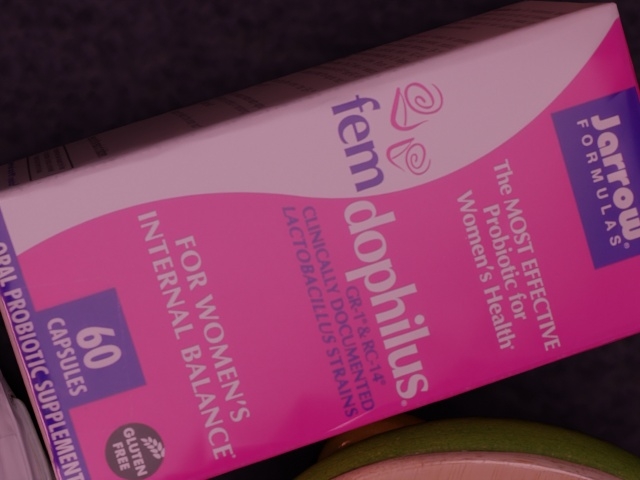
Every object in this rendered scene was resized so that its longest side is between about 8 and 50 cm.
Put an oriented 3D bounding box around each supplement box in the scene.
[{"bbox_3d":[0.000,0.000,0.686,0.220,0.114,0.111,-19,99,-7],"label":"supplement box"}]

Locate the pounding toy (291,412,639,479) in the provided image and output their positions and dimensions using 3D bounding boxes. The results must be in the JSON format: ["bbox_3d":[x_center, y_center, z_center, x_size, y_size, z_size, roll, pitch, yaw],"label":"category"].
[{"bbox_3d":[0.040,0.125,0.727,0.237,0.110,0.183,-37,115,27],"label":"pounding toy"}]

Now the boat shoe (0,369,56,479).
[{"bbox_3d":[-0.132,0.089,0.694,0.083,0.076,0.226,-22,77,28],"label":"boat shoe"}]
